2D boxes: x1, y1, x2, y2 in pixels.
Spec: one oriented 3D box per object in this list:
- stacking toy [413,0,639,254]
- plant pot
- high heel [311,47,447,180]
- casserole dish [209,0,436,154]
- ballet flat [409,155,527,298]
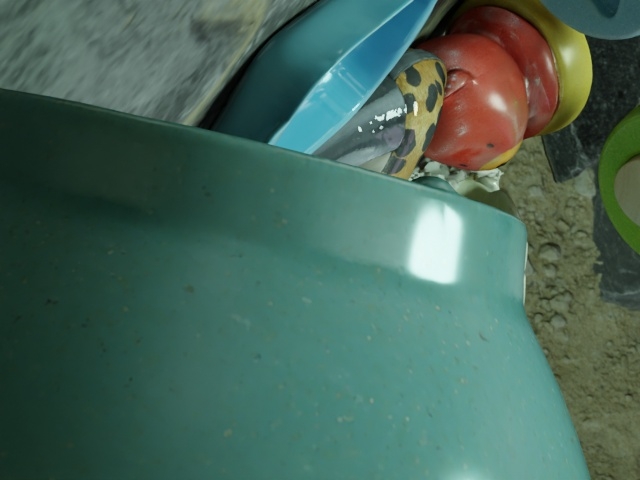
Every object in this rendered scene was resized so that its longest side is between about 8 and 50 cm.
[{"bbox_3d":[0.197,-0.105,1.169,0.130,0.279,0.309,-31,164,-40],"label":"stacking toy"},{"bbox_3d":[-0.046,0.068,0.494,0.293,0.293,0.196,18,85,-84],"label":"plant pot"},{"bbox_3d":[0.000,0.000,1.104,0.186,0.093,0.261,-38,159,-38],"label":"high heel"},{"bbox_3d":[-0.001,-0.084,0.888,0.188,0.037,0.114,-45,171,-51],"label":"casserole dish"},{"bbox_3d":[0.083,0.010,1.251,0.147,0.147,0.409,-53,-171,20],"label":"ballet flat"}]
